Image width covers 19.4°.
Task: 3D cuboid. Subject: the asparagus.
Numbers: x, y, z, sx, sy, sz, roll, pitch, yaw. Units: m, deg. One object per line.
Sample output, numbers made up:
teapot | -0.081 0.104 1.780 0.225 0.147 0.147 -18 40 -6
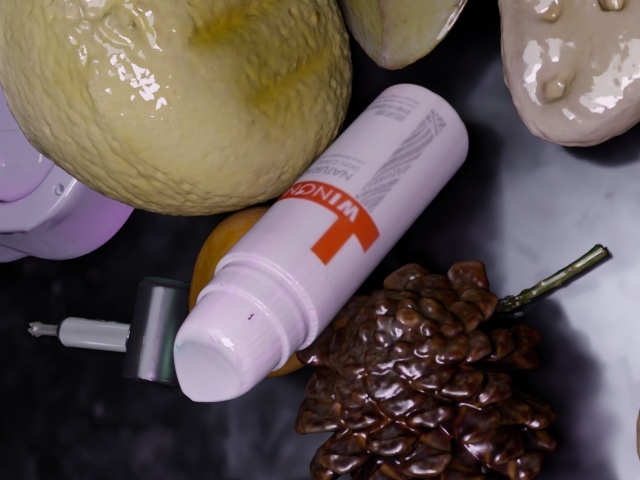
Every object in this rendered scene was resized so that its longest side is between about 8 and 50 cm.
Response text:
asparagus | 0.193 0.035 1.592 0.114 0.014 0.015 -31 33 19

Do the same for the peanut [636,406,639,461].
peanut | 0.304 0.078 1.414 0.101 0.117 0.263 20 93 50

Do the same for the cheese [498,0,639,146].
cheese | 0.218 -0.211 1.587 0.159 0.093 0.263 -18 71 26

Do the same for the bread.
bread | -0.117 -0.170 1.630 0.237 0.320 0.320 -3 78 35

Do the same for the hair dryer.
hair dryer | -0.206 0.083 1.783 0.197 0.057 0.100 2 78 35

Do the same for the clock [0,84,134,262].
clock | -0.299 -0.145 1.850 0.338 0.102 0.339 -7 76 27

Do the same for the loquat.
loquat | -0.048 0.045 1.646 0.137 0.163 0.163 30 95 -9

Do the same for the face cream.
face cream | 0.000 0.000 1.539 0.102 0.102 0.345 12 42 30

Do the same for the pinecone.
pinecone | 0.085 0.140 1.526 0.202 0.201 0.229 -18 34 47

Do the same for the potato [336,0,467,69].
potato | 0.045 -0.325 1.661 0.112 0.269 0.255 -15 32 -16
